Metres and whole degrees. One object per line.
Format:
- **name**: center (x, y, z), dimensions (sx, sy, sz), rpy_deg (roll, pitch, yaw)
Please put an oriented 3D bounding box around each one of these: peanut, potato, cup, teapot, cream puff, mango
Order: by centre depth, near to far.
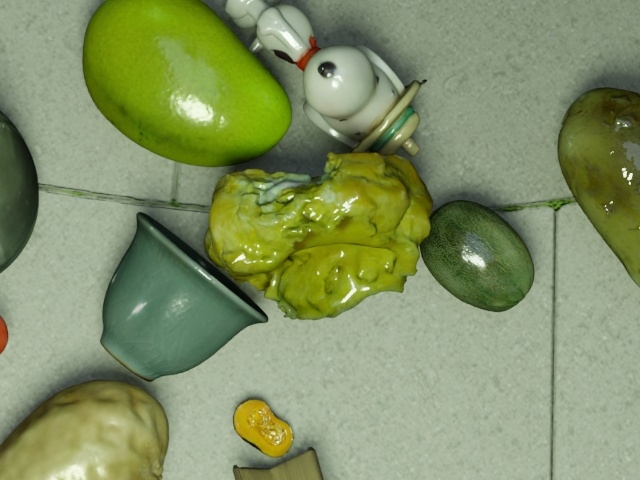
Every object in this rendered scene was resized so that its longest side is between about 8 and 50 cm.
- **peanut**: center (-0.310, 0.322, 1.587), dimensions (0.192, 0.169, 0.387), rpy_deg (40, 75, 2)
- **teapot**: center (-0.485, -0.081, 1.630), dimensions (0.321, 0.239, 0.240), rpy_deg (5, 72, -8)
- **cup**: center (-0.182, 0.084, 1.686), dimensions (0.199, 0.199, 0.150), rpy_deg (40, 90, 2)
- **cream puff**: center (-0.001, 0.000, 1.688), dimensions (0.281, 0.282, 0.185), rpy_deg (-4, 86, -11)
- **mango**: center (-0.174, -0.192, 1.762), dimensions (0.185, 0.149, 0.273), rpy_deg (-43, 85, -6)
- **potato**: center (0.430, -0.066, 1.827), dimensions (0.210, 0.173, 0.307), rpy_deg (-42, 88, -16)

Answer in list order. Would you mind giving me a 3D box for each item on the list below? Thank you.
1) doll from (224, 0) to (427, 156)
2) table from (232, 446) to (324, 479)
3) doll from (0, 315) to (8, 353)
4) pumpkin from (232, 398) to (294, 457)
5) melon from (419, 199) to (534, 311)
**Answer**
- **doll**: center (0.010, -0.224, 1.820), dimensions (0.144, 0.208, 0.271), rpy_deg (-45, 50, 2)
- **table**: center (-0.028, 0.364, 1.641), dimensions (0.167, 0.167, 0.227), rpy_deg (-12, 68, -13)
- **doll**: center (-0.498, 0.133, 1.623), dimensions (0.290, 0.130, 0.161), rpy_deg (-2, 68, 4)
- **pumpkin**: center (-0.072, 0.227, 1.727), dimensions (0.083, 0.028, 0.050), rpy_deg (43, 70, -5)
- **melon**: center (0.190, 0.017, 1.790), dimensions (0.167, 0.114, 0.114), rpy_deg (42, 72, 0)
